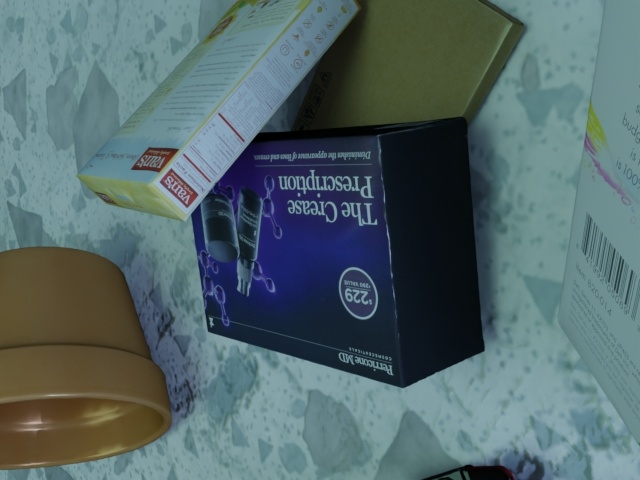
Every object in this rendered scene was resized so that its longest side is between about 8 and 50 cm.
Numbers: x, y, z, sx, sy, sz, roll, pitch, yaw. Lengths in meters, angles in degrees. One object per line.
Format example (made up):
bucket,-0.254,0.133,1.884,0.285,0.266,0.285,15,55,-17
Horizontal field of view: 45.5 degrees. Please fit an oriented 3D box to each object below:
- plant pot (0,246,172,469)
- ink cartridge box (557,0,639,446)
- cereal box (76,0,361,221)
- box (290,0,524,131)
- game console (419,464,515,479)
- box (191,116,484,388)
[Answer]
plant pot,-0.336,0.141,0.927,0.291,0.291,0.203,-39,52,42
ink cartridge box,0.205,-0.034,0.292,0.207,0.119,0.353,-110,9,-48
cereal box,-0.092,-0.125,0.659,0.240,0.047,0.173,-53,32,-17
box,0.060,-0.129,0.646,0.164,0.021,0.201,46,125,31
game console,0.116,0.255,0.588,0.124,0.085,0.144,-23,77,14
box,0.000,0.000,0.645,0.261,0.103,0.184,5,108,50
